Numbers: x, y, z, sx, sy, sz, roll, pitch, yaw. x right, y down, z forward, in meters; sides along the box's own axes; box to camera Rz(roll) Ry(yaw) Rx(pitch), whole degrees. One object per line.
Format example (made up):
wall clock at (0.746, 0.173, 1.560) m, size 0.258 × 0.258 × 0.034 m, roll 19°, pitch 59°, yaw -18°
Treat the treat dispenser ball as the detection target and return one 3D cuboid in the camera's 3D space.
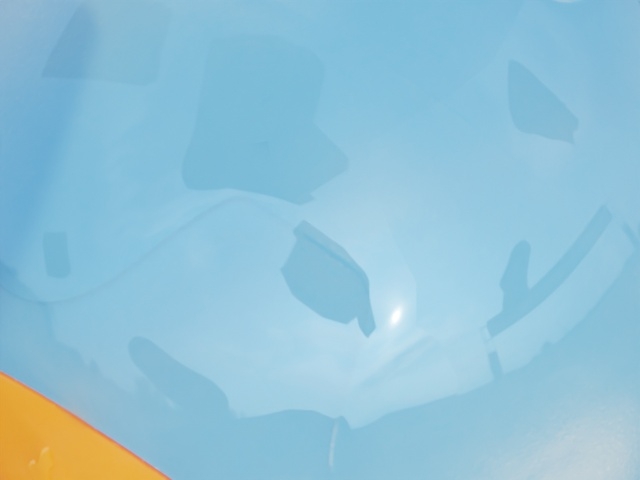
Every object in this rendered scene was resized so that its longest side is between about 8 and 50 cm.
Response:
treat dispenser ball at (0.000, 0.000, 0.558) m, size 0.288 × 0.288 × 0.288 m, roll -2°, pitch 45°, yaw 2°
